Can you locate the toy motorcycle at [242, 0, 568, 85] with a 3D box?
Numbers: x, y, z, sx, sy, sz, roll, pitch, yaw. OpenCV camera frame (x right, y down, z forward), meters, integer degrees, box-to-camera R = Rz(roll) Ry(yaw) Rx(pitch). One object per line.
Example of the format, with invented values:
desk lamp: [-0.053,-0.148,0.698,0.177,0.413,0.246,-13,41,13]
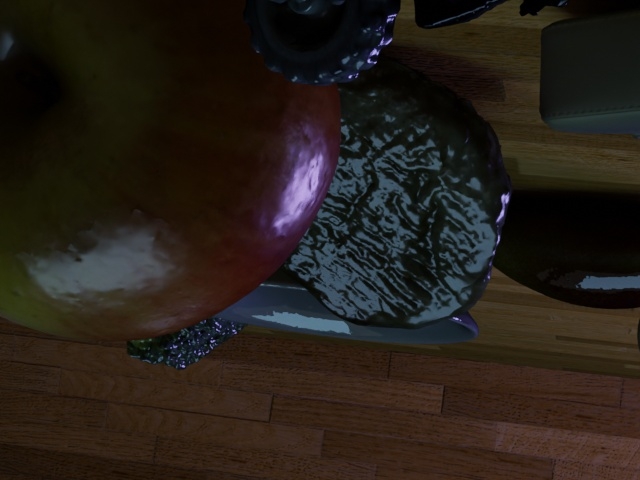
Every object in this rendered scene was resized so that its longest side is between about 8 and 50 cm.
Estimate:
toy motorcycle: [0.062,-0.172,0.625,0.270,0.159,0.106,-22,163,39]

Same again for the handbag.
handbag: [0.288,-0.109,0.950,0.256,0.079,0.219,-2,177,44]

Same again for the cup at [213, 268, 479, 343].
cup: [0.000,0.000,1.509,0.347,0.163,0.347,8,169,2]

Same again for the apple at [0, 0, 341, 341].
apple: [-0.129,-0.073,0.874,0.286,0.286,0.233,5,179,17]

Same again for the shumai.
shumai: [0.053,-0.074,1.233,0.222,0.203,0.272,5,135,8]

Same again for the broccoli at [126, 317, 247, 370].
broccoli: [-0.170,0.008,1.744,0.243,0.263,0.247,30,141,15]

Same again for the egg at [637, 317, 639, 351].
egg: [0.481,0.116,1.713,0.189,0.188,0.254,15,171,-36]

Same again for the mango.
mango: [0.282,0.014,1.528,0.268,0.111,0.133,8,-177,26]
